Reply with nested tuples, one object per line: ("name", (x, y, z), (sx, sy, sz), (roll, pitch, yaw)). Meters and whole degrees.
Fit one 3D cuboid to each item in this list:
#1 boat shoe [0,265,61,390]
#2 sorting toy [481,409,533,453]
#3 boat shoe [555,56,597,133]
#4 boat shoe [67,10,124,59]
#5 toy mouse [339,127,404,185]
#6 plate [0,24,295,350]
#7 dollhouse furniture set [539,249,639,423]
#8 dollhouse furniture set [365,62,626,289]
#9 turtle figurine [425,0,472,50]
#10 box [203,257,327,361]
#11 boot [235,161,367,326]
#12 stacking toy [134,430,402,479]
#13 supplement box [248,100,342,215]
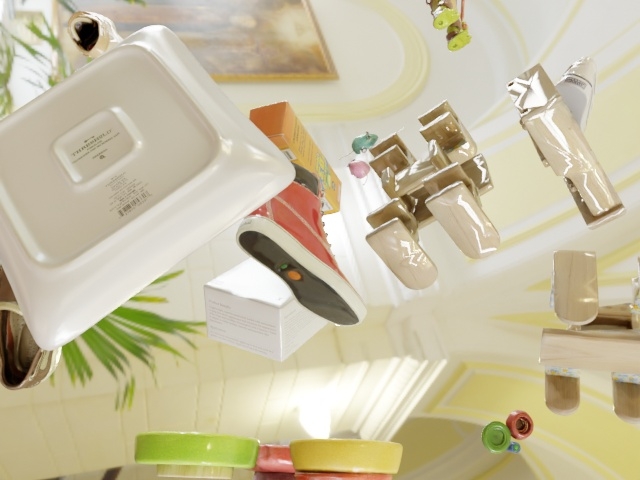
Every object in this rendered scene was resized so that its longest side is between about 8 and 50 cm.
("boat shoe", (-0.390, 0.077, 0.845), (0.095, 0.095, 0.257), (-82, 174, -83))
("sorting toy", (0.308, 0.322, 1.051), (0.042, 0.102, 0.061), (140, -67, -71))
("boat shoe", (0.520, -0.281, 1.312), (0.088, 0.096, 0.267), (-57, 156, -11))
("boat shoe", (-0.338, -0.305, 0.924), (0.170, 0.059, 0.063), (41, -82, 37))
("toy mouse", (0.091, -0.189, 1.370), (0.143, 0.031, 0.161), (6, -118, 39))
("plate", (-0.209, -0.079, 0.609), (0.278, 0.277, 0.045), (49, -10, 28))
("dollhouse furniture set", (0.586, 0.232, 1.080), (0.362, 0.394, 0.256), (71, 27, -49))
("dollhouse furniture set", (0.189, -0.057, 0.729), (0.161, 0.242, 0.212), (48, 26, -25))
("turtle figurine", (0.282, -0.549, 1.428), (0.269, 0.087, 0.217), (59, 27, -47))
("box", (-0.103, 0.126, 1.236), (0.181, 0.182, 0.119), (13, -65, 28))
("boot", (0.000, 0.000, 0.930), (0.088, 0.244, 0.176), (-20, -146, 39))
("stacking toy", (-0.074, 0.298, 0.718), (0.309, 0.280, 0.130), (124, -29, -65))
("supplement box", (-0.040, -0.132, 1.090), (0.233, 0.080, 0.078), (52, 35, -51))
